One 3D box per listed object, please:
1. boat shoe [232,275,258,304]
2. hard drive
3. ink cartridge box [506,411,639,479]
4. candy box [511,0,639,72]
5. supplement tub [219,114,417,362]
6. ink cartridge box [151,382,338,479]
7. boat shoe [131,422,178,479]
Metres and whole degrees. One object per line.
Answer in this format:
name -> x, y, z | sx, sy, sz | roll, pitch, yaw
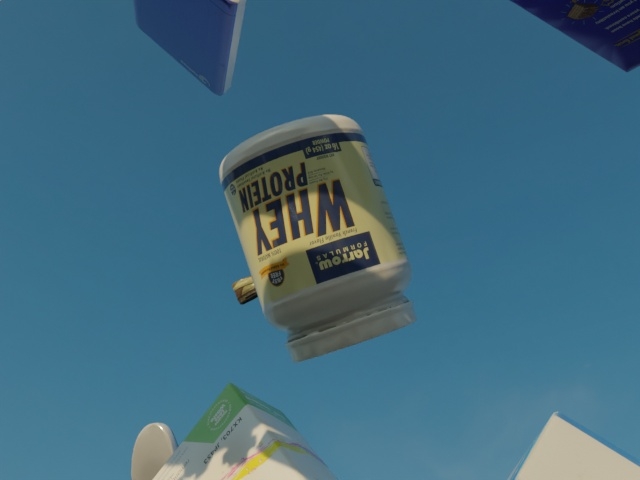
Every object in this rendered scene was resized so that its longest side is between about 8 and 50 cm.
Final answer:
boat shoe -> -0.088, 0.081, 1.241 | 0.152, 0.049, 0.056 | -18, -9, 3
hard drive -> -0.222, -0.376, 1.070 | 0.210, 0.040, 0.319 | 41, -16, -2
ink cartridge box -> 0.225, 0.265, 0.582 | 0.148, 0.086, 0.203 | 31, -36, 20
candy box -> 0.429, -0.400, 0.915 | 0.317, 0.122, 0.268 | 23, -23, -21
supplement tub -> 0.000, 0.000, 1.002 | 0.236, 0.235, 0.324 | -22, -98, 22
ink cartridge box -> -0.075, 0.356, 0.815 | 0.119, 0.353, 0.207 | 41, -96, -32
boat shoe -> -0.252, 0.437, 1.113 | 0.095, 0.257, 0.084 | -14, -13, 21
